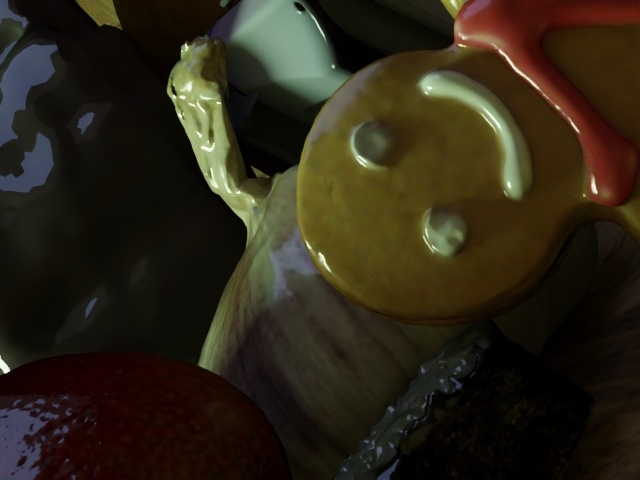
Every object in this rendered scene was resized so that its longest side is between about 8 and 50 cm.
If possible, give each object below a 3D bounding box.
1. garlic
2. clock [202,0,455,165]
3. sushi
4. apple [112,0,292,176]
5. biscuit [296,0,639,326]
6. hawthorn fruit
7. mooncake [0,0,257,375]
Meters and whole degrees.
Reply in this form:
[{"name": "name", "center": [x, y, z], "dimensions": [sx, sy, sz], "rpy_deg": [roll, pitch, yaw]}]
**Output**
[{"name": "garlic", "center": [0.000, 0.000, 0.785], "dimensions": [0.245, 0.253, 0.245], "rpy_deg": [-40, 5, 4]}, {"name": "clock", "center": [0.051, -0.088, 0.920], "dimensions": [0.186, 0.253, 0.083], "rpy_deg": [-25, 44, 66]}, {"name": "sushi", "center": [0.050, 0.109, 0.633], "dimensions": [0.150, 0.078, 0.090], "rpy_deg": [-51, 5, -15]}, {"name": "apple", "center": [0.030, -0.236, 1.138], "dimensions": [0.400, 0.400, 0.333], "rpy_deg": [-47, 16, 1]}, {"name": "biscuit", "center": [0.135, -0.088, 0.620], "dimensions": [0.339, 0.216, 0.047], "rpy_deg": [-33, -13, 3]}, {"name": "hawthorn fruit", "center": [-0.108, 0.127, 0.669], "dimensions": [0.169, 0.188, 0.169], "rpy_deg": [-46, -34, -43]}, {"name": "mooncake", "center": [-0.152, -0.010, 1.036], "dimensions": [0.212, 0.350, 0.381], "rpy_deg": [-45, -6, -4]}]
